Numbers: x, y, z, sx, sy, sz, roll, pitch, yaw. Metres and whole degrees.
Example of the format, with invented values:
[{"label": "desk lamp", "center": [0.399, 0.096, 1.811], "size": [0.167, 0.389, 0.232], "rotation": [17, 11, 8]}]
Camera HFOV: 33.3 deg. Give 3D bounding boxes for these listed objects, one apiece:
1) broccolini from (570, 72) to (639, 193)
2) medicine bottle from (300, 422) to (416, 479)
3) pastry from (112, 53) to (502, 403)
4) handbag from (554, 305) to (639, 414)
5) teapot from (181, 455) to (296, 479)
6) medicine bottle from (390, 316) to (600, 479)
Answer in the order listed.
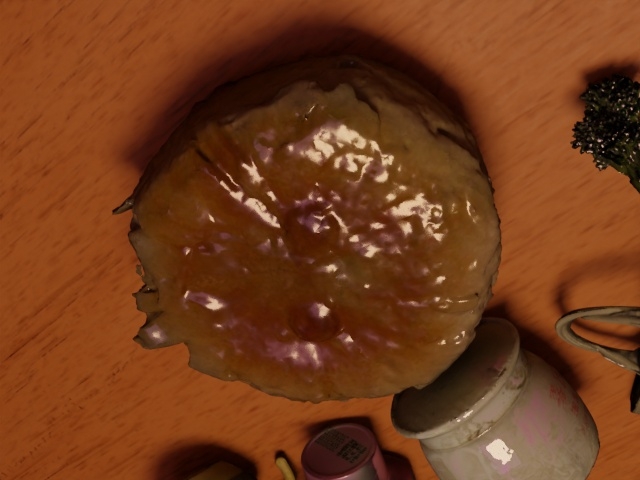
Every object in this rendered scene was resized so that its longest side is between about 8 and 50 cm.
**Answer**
[{"label": "broccolini", "center": [0.258, -0.044, 0.874], "size": [0.058, 0.074, 0.201], "rotation": [15, 148, 45]}, {"label": "medicine bottle", "center": [0.043, 0.283, 1.101], "size": [0.119, 0.094, 0.188], "rotation": [-11, 121, 15]}, {"label": "pastry", "center": [0.000, 0.000, 0.896], "size": [0.330, 0.136, 0.329], "rotation": [4, 122, 6]}, {"label": "handbag", "center": [0.357, 0.109, 0.897], "size": [0.315, 0.109, 0.241], "rotation": [3, 151, 8]}, {"label": "teapot", "center": [-0.096, 0.292, 1.118], "size": [0.166, 0.130, 0.119], "rotation": [-28, 85, -6]}, {"label": "medicine bottle", "center": [0.157, 0.162, 0.970], "size": [0.147, 0.147, 0.143], "rotation": [-32, 109, 27]}]
